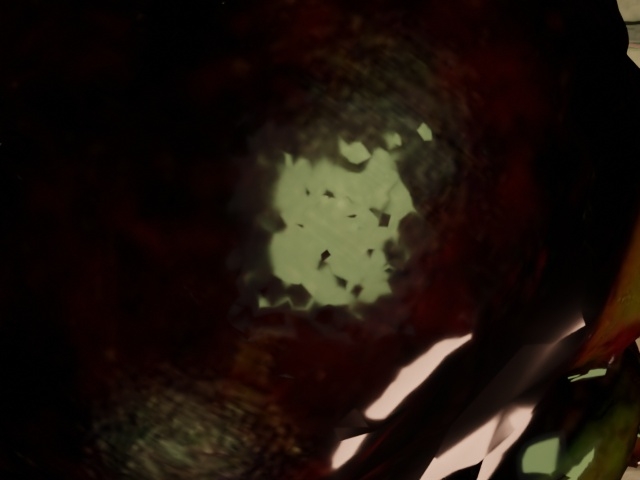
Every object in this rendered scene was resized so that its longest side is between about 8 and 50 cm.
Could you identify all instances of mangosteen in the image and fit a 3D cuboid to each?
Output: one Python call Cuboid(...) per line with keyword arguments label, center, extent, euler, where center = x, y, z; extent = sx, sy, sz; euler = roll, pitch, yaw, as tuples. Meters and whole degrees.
Cuboid(label="mangosteen", center=(-0.019, -0.011, 0.783), extent=(0.381, 0.381, 0.421), euler=(-45, 138, -4))
